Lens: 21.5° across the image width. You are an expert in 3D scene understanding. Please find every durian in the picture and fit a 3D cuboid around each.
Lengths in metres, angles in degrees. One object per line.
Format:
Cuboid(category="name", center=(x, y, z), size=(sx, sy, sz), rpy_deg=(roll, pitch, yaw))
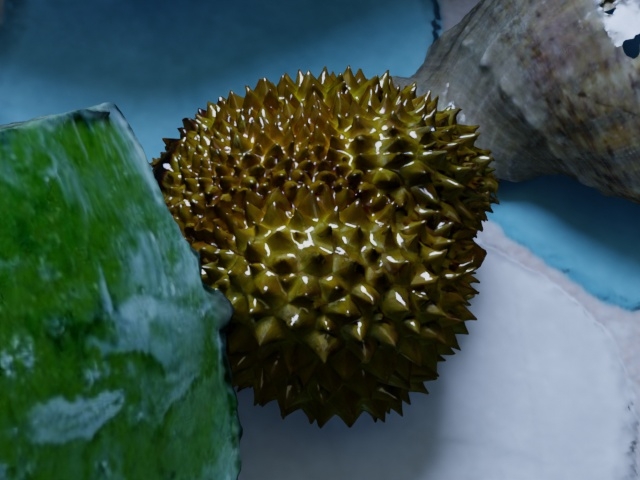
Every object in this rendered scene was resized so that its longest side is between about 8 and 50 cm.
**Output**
Cuboid(category="durian", center=(0.000, 0.000, 0.723), size=(0.168, 0.137, 0.158), rpy_deg=(5, 39, -12))

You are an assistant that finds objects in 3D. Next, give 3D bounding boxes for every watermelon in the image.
Cuboid(category="watermelon", center=(-0.176, 0.101, 0.593), size=(0.302, 0.151, 0.264), rpy_deg=(-7, 99, 1))

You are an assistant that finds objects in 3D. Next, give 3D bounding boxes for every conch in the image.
Cuboid(category="conch", center=(0.132, -0.079, 0.814), size=(0.207, 0.130, 0.155), rpy_deg=(-9, 24, 15))
